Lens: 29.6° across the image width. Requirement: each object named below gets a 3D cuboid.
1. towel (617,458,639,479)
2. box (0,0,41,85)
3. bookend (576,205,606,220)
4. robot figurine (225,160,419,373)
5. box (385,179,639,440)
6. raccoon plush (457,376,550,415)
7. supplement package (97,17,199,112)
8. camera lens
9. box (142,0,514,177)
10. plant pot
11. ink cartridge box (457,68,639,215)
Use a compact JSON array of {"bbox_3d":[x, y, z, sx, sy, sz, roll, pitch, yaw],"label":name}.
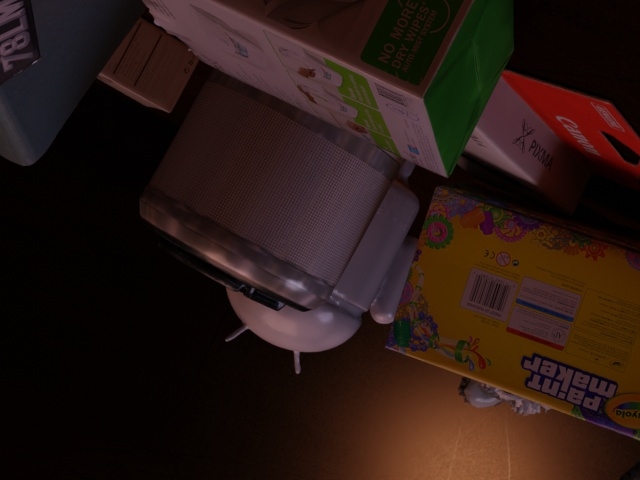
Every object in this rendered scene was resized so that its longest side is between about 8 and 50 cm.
[{"bbox_3d":[0.467,0.305,1.214,0.324,0.056,0.312,36,142,8],"label":"towel"},{"bbox_3d":[-0.275,-0.251,0.658,0.293,0.073,0.295,51,163,9],"label":"box"},{"bbox_3d":[0.293,-0.012,1.551,0.157,0.072,0.156,27,178,-13],"label":"bookend"},{"bbox_3d":[0.000,0.000,1.634,0.300,0.353,0.200,27,178,-17],"label":"robot figurine"},{"bbox_3d":[0.257,0.061,1.291,0.290,0.177,0.279,19,-170,14],"label":"box"},{"bbox_3d":[0.391,0.182,1.718,0.299,0.216,0.446,-4,159,34],"label":"raccoon plush"},{"bbox_3d":[-0.290,-0.280,1.803,0.179,0.105,0.105,29,178,-30],"label":"supplement package"},{"bbox_3d":[-0.038,-0.080,1.242,0.219,0.274,0.219,29,179,1],"label":"camera lens"},{"bbox_3d":[0.006,-0.163,0.854,0.231,0.127,0.262,27,178,13],"label":"box"},{"bbox_3d":[-0.324,-0.265,1.098,0.247,0.248,0.252,27,162,11],"label":"plant pot"},{"bbox_3d":[0.199,-0.089,1.141,0.239,0.060,0.275,27,178,36],"label":"ink cartridge box"}]
